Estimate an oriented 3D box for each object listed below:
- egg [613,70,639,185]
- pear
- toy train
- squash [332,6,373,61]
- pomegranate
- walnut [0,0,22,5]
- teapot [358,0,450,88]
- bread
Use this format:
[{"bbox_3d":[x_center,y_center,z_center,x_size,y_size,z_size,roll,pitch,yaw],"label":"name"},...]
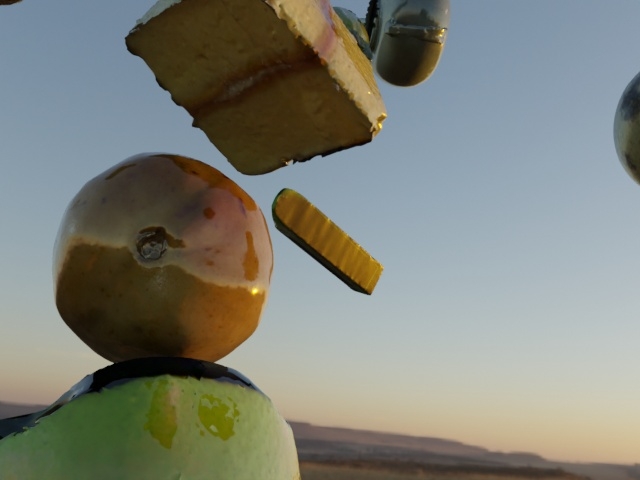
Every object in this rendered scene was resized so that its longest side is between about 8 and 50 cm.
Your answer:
[{"bbox_3d":[0.366,-0.117,0.704,0.141,0.141,0.181,-5,-26,30],"label":"egg"},{"bbox_3d":[-0.177,0.303,0.618,0.398,0.399,0.165,17,21,-36],"label":"pear"},{"bbox_3d":[0.000,0.000,0.859,0.042,0.044,0.209,11,-22,46],"label":"toy train"},{"bbox_3d":[0.036,-0.288,1.032,0.105,0.105,0.132,10,16,-17],"label":"squash"},{"bbox_3d":[-0.156,0.019,0.704,0.233,0.233,0.233,4,-16,1],"label":"pomegranate"},{"bbox_3d":[-0.362,-0.307,0.773,0.091,0.052,0.121,47,-50,-4],"label":"walnut"},{"bbox_3d":[0.138,-0.358,1.196,0.129,0.193,0.294,7,17,-8],"label":"teapot"},{"bbox_3d":[-0.082,-0.198,0.853,0.236,0.198,0.263,-32,-62,18],"label":"bread"}]
